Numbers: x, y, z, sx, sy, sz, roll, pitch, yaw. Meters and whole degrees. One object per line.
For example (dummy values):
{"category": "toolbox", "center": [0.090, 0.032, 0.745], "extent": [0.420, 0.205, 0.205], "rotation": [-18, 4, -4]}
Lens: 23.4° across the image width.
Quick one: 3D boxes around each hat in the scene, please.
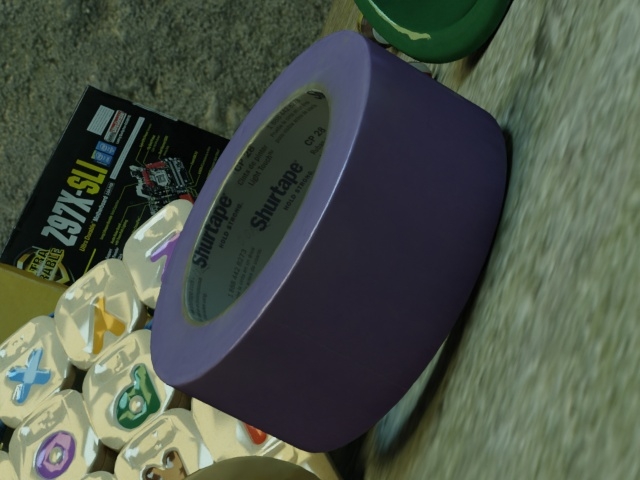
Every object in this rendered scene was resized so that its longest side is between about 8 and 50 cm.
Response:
{"category": "hat", "center": [0.119, -0.228, 0.954], "extent": [0.173, 0.184, 0.208], "rotation": [-10, 97, 56]}

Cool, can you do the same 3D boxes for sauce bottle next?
{"category": "sauce bottle", "center": [0.055, -0.195, 1.399], "extent": [0.128, 0.042, 0.042], "rotation": [-90, 22, -81]}

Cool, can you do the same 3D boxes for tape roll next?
{"category": "tape roll", "center": [0.000, 0.000, 0.738], "extent": [0.189, 0.080, 0.189], "rotation": [-48, 24, 29]}

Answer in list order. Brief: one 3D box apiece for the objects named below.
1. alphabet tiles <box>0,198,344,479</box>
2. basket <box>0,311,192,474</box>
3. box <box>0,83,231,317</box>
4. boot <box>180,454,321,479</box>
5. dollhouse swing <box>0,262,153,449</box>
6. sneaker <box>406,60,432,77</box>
{"category": "alphabet tiles", "center": [-0.093, 0.107, 0.857], "extent": [0.284, 0.021, 0.278], "rotation": [-40, 43, 6]}
{"category": "basket", "center": [-0.120, 0.153, 0.982], "extent": [0.289, 0.201, 0.254], "rotation": [135, 152, -57]}
{"category": "box", "center": [-0.135, 0.018, 1.348], "extent": [0.322, 0.257, 0.079], "rotation": [-77, 8, -52]}
{"category": "boot", "center": [-0.057, 0.218, 0.529], "extent": [0.211, 0.104, 0.295], "rotation": [135, 146, -80]}
{"category": "dollhouse swing", "center": [-0.245, 0.197, 1.266], "extent": [0.315, 0.347, 0.304], "rotation": [138, 151, -79]}
{"category": "sneaker", "center": [0.053, -0.077, 1.027], "extent": [0.118, 0.067, 0.042], "rotation": [-32, -26, -44]}
